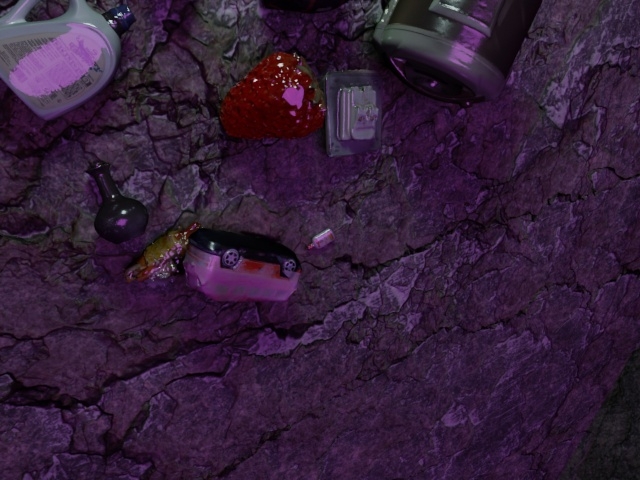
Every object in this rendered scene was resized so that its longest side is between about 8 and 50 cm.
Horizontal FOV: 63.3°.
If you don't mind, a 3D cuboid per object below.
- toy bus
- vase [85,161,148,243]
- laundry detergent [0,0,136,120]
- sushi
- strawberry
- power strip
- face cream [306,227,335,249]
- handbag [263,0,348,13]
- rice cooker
[{"bbox_3d":[-0.190,0.068,1.280,0.302,0.127,0.147,10,102,-43],"label":"toy bus"},{"bbox_3d":[-0.465,-0.087,1.170,0.120,0.120,0.183,-22,100,-14],"label":"vase"},{"bbox_3d":[-0.506,-0.396,1.039,0.280,0.105,0.215,-39,116,-3],"label":"laundry detergent"},{"bbox_3d":[-0.368,0.043,1.255,0.226,0.097,0.103,-41,118,-5],"label":"sushi"},{"bbox_3d":[-0.117,-0.316,1.204,0.244,0.205,0.205,-20,117,11],"label":"strawberry"},{"bbox_3d":[0.100,-0.319,1.306,0.198,0.064,0.213,-18,116,-36],"label":"power strip"},{"bbox_3d":[0.000,0.000,1.434,0.083,0.021,0.040,-32,116,-9],"label":"face cream"},{"bbox_3d":[-0.019,-0.580,1.137,0.215,0.169,0.155,-15,110,-19],"label":"handbag"},{"bbox_3d":[0.312,-0.497,1.219,0.335,0.335,0.325,21,100,-27],"label":"rice cooker"}]
